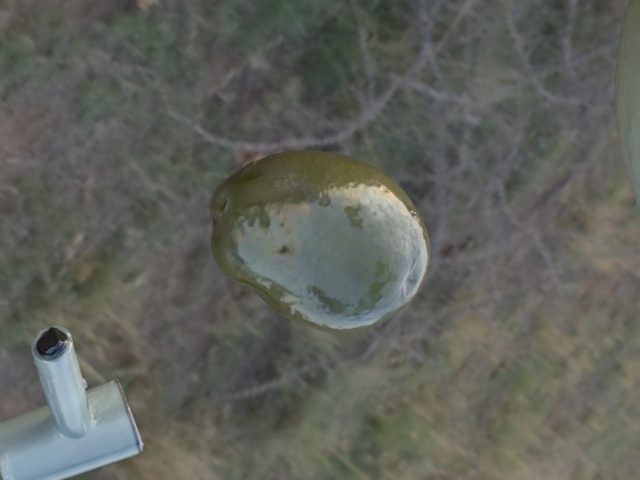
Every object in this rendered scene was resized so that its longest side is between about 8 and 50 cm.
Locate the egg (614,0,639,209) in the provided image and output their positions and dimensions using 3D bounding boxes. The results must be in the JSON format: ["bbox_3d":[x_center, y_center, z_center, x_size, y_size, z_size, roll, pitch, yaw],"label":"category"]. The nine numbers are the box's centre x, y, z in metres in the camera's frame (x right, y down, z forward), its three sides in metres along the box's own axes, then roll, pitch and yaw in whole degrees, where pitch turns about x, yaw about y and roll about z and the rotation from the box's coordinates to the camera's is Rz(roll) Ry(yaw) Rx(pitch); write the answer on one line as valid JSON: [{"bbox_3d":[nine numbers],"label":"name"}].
[{"bbox_3d":[0.314,-0.123,1.040,0.201,0.337,0.337,27,100,-43],"label":"egg"}]

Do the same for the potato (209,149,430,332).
[{"bbox_3d":[0.000,0.000,1.572,0.160,0.235,0.178,-150,-102,-77],"label":"potato"}]

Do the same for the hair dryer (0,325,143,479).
[{"bbox_3d":[-0.231,0.144,1.365,0.131,0.073,0.236,-18,155,-13],"label":"hair dryer"}]
